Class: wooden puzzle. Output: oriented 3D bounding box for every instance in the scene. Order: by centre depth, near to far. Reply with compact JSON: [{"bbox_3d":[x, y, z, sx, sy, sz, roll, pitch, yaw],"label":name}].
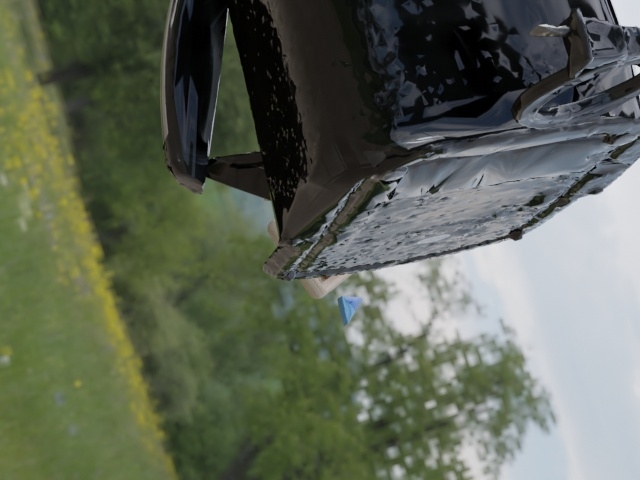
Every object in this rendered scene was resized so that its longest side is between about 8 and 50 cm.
[{"bbox_3d":[0.000,0.000,1.088,0.014,0.078,0.116,-32,-80,43],"label":"wooden puzzle"}]

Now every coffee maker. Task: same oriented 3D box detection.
[{"bbox_3d":[0.028,-0.097,0.424,0.171,0.120,0.178,-29,-109,48],"label":"coffee maker"}]
